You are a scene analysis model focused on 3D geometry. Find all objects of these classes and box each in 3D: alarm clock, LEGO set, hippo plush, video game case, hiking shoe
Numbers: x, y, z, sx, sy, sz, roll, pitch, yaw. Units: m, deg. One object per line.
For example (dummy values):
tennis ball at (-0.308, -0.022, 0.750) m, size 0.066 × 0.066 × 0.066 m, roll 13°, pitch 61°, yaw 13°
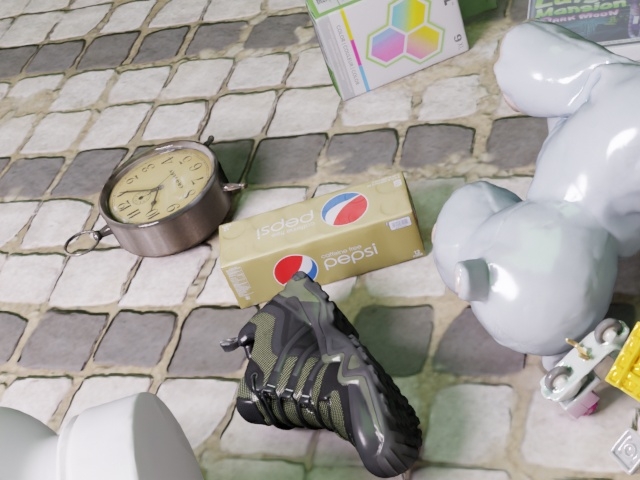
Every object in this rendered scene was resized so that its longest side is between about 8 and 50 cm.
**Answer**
alarm clock at (-0.173, -0.031, 1.091) m, size 0.192 × 0.064 × 0.129 m, roll -26°, pitch 41°, yaw -8°
LEGO set at (0.263, 0.163, 0.689) m, size 0.132 × 0.107 × 0.287 m, roll -48°, pitch 39°, yaw 24°
hippo plush at (0.220, -0.011, 0.831) m, size 0.236 × 0.234 × 0.294 m, roll -58°, pitch 28°, yaw 4°
video game case at (0.316, -0.247, 1.140) m, size 0.190 × 0.022 × 0.173 m, roll -5°, pitch 43°, yaw 20°
hiking shoe at (-0.004, 0.124, 0.849) m, size 0.114 × 0.086 × 0.227 m, roll -39°, pitch 36°, yaw 1°

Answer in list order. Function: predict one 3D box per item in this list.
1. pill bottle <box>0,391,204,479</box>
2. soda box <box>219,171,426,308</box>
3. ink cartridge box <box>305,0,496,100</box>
pill bottle at (-0.278, 0.246, 0.709) m, size 0.408 × 0.229 × 0.229 m, roll -19°, pitch 41°, yaw 4°
soda box at (0.000, 0.000, 0.984) m, size 0.181 × 0.058 × 0.061 m, roll -16°, pitch 41°, yaw 7°
ink cartridge box at (0.098, -0.247, 1.170) m, size 0.209 × 0.109 × 0.062 m, roll -22°, pitch 41°, yaw 0°
